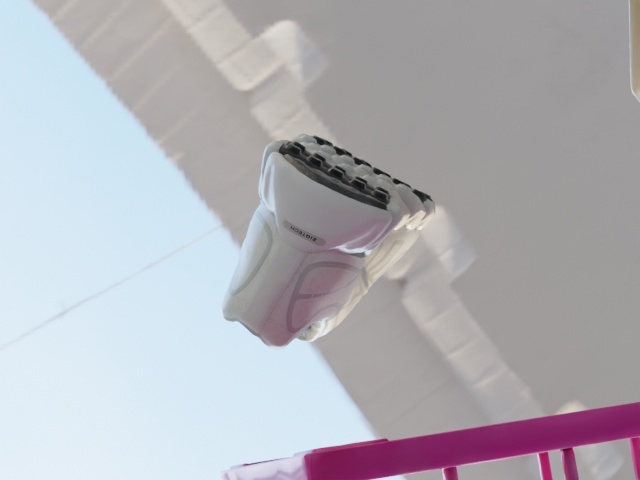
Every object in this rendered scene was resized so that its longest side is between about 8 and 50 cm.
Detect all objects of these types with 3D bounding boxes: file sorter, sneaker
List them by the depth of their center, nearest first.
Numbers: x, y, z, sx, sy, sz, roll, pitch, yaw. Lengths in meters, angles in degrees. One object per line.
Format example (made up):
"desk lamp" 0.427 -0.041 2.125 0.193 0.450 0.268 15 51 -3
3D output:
"file sorter" 0.116 0.195 0.913 0.290 0.202 0.182 -6 -98 -17
"sneaker" 0.000 0.000 1.039 0.110 0.292 0.118 27 -81 9

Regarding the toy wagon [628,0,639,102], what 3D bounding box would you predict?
"toy wagon" 0.323 -0.132 0.920 0.267 0.068 0.344 55 -37 6
